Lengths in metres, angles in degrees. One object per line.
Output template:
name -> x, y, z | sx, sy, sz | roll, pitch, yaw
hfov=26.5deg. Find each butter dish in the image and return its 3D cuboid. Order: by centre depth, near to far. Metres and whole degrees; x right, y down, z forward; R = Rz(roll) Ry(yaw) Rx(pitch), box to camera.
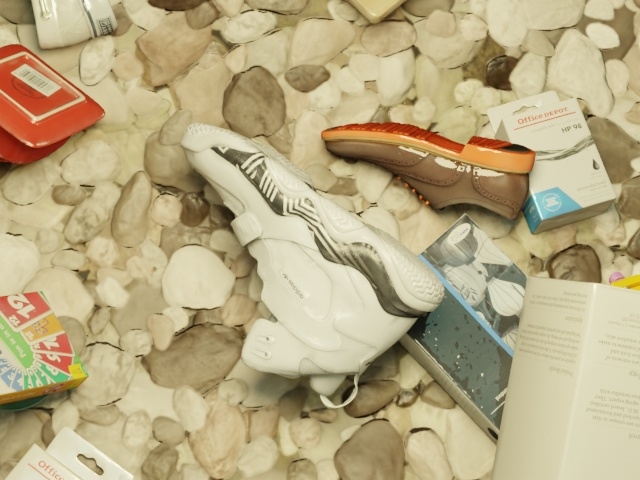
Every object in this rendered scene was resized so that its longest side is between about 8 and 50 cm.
butter dish -> -0.376, -0.148, 1.672 | 0.160, 0.118, 0.160 | 37, 34, 10

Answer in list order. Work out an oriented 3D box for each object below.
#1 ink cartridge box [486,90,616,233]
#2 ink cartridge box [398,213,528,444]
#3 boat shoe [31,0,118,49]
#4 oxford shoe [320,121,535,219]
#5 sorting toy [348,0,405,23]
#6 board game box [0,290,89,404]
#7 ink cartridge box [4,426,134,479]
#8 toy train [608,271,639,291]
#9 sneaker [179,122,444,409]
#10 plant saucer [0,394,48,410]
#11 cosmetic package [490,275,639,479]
ink cartridge box -> 0.289, -0.111, 1.718 | 0.104, 0.060, 0.180 | -17, 74, -8
ink cartridge box -> 0.228, 0.141, 1.634 | 0.165, 0.065, 0.333 | -41, 80, -15
boat shoe -> -0.397, -0.409, 1.752 | 0.156, 0.136, 0.367 | -22, 84, -7
oxford shoe -> 0.125, -0.087, 1.682 | 0.271, 0.097, 0.098 | 13, 106, 19
sorting toy -> 0.075, -0.436, 1.797 | 0.257, 0.089, 0.255 | -40, 79, -14
board game box -> -0.382, 0.125, 1.504 | 0.259, 0.039, 0.124 | -9, 62, -53
ink cartridge box -> -0.315, 0.314, 1.545 | 0.115, 0.067, 0.198 | 34, 73, 8
toy train -> 0.401, 0.093, 1.646 | 0.166, 0.046, 0.125 | 1, 39, 6
sneaker -> -0.054, 0.028, 1.583 | 0.366, 0.137, 0.210 | 36, 97, 11
plant saucer -> -0.365, 0.147, 1.621 | 0.119, 0.021, 0.119 | 1, 72, -2
cosmetic package -> 0.290, 0.231, 1.479 | 0.155, 0.197, 0.365 | 10, 90, -14
